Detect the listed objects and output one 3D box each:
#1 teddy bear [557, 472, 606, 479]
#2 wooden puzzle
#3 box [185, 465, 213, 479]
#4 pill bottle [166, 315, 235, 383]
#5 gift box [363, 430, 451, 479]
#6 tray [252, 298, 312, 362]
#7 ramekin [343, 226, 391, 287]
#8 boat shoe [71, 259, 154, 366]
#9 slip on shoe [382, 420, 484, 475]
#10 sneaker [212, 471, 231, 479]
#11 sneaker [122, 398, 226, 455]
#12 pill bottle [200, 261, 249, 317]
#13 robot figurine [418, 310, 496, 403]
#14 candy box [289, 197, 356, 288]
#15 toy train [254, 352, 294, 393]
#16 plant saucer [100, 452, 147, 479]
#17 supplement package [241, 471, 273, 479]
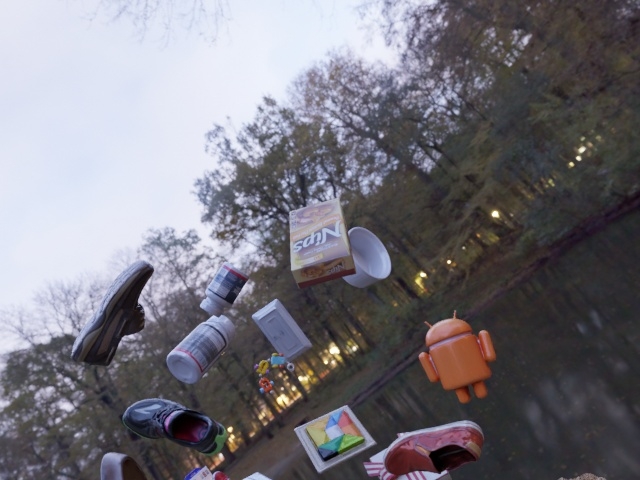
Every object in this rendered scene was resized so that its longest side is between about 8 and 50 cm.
[{"bbox_3d":[0.968,1.012,1.730,0.338,0.113,0.245,13,-65,-25],"label":"teddy bear"},{"bbox_3d":[0.047,0.681,1.550,0.221,0.044,0.238,-17,21,-21],"label":"wooden puzzle"},{"bbox_3d":[-0.365,0.784,1.396,0.081,0.136,0.028,-27,-20,-48],"label":"box"},{"bbox_3d":[-0.490,0.446,1.856,0.161,0.161,0.283,-50,-1,36],"label":"pill bottle"},{"bbox_3d":[0.334,0.900,1.671,0.255,0.258,0.276,-27,24,-13],"label":"gift box"},{"bbox_3d":[-0.169,0.402,1.937,0.145,0.270,0.030,-35,7,6],"label":"tray"},{"bbox_3d":[0.189,0.087,2.087,0.135,0.277,0.277,-39,-10,37],"label":"ramekin"},{"bbox_3d":[-0.582,0.216,1.299,0.355,0.130,0.132,-53,28,6],"label":"boat shoe"},{"bbox_3d":[0.317,0.623,1.287,0.331,0.123,0.101,-32,13,28],"label":"slip on shoe"},{"bbox_3d":[-0.239,0.671,1.198,0.067,0.118,0.042,-38,2,41],"label":"sneaker"},{"bbox_3d":[-0.642,0.785,1.933,0.202,0.482,0.185,82,-160,-50],"label":"sneaker"},{"bbox_3d":[-0.344,0.177,1.576,0.180,0.108,0.108,-58,-11,-10],"label":"pill bottle"},{"bbox_3d":[0.349,0.294,1.123,0.128,0.219,0.158,-5,-26,-31],"label":"robot figurine"},{"bbox_3d":[0.000,0.000,1.428,0.183,0.316,0.087,-16,-54,7],"label":"candy box"},{"bbox_3d":[-0.190,0.520,1.733,0.166,0.125,0.046,-32,-17,-36],"label":"toy train"},{"bbox_3d":[-0.567,0.782,1.345,0.050,0.311,0.310,-26,-17,-15],"label":"plant saucer"},{"bbox_3d":[-0.228,1.032,1.666,0.194,0.203,0.149,4,1,40],"label":"supplement package"}]
